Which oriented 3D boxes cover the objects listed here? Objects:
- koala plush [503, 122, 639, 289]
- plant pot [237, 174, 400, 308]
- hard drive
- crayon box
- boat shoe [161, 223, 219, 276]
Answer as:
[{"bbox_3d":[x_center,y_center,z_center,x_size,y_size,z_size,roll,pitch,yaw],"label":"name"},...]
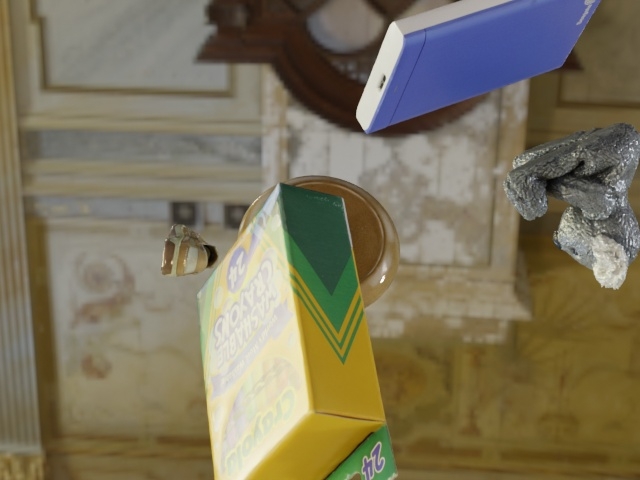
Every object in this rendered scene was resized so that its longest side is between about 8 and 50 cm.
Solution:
[{"bbox_3d":[0.410,-0.045,2.052,0.203,0.221,0.196,-21,-171,20],"label":"koala plush"},{"bbox_3d":[0.000,0.000,1.969,0.236,0.032,0.236,3,-120,-6],"label":"plant pot"},{"bbox_3d":[0.212,-0.254,1.796,0.319,0.210,0.040,-21,-112,-22],"label":"hard drive"},{"bbox_3d":[-0.034,0.131,1.347,0.083,0.203,0.322,12,-133,-27],"label":"crayon box"},{"bbox_3d":[-0.172,0.021,1.846,0.072,0.068,0.190,6,-170,-3],"label":"boat shoe"}]
